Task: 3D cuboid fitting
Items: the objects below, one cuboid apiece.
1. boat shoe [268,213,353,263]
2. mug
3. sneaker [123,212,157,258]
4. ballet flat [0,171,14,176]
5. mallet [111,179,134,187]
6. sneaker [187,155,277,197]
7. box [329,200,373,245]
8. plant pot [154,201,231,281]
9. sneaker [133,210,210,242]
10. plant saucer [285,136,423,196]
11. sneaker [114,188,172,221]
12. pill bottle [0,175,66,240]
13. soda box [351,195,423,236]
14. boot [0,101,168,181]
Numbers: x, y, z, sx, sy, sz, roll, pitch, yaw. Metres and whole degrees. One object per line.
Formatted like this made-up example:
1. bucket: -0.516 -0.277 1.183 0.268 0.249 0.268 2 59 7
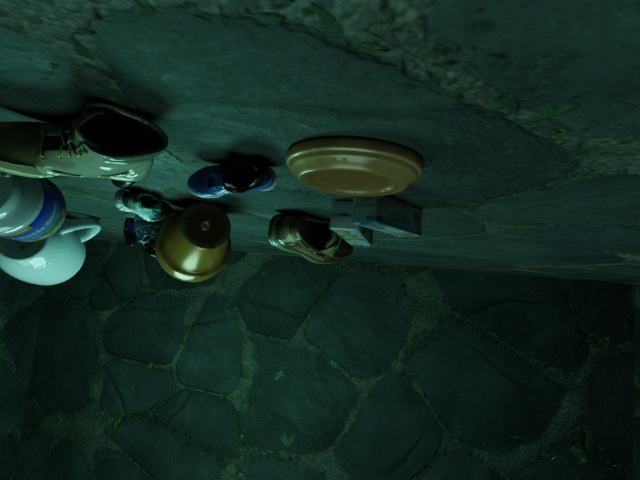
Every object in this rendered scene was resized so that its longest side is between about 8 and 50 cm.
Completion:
1. boat shoe: 0.000 0.000 1.206 0.119 0.123 0.324 -4 170 40
2. mug: -1.049 0.001 1.649 0.374 0.276 0.328 -24 176 -20
3. sneaker: -0.538 -0.007 1.470 0.293 0.146 0.102 12 171 -44
4. ballet flat: -0.549 -0.155 0.581 0.249 0.058 0.084 20 -159 -46
5. mallet: -0.419 -0.134 0.741 0.189 0.039 0.062 14 167 -31
6. sneaker: -0.151 -0.100 0.672 0.152 0.058 0.084 0 179 9
7. box: 0.085 -0.035 1.056 0.067 0.063 0.324 5 174 12
8. plant pot: -0.328 -0.008 1.149 0.205 0.205 0.188 8 158 -26
9. sneaker: -0.451 -0.025 1.323 0.261 0.125 0.104 5 174 9
10. plant saucer: 0.047 -0.099 0.621 0.199 0.037 0.200 5 174 0
11. sneaker: -0.423 -0.085 1.058 0.076 0.065 0.166 -2 173 23
12. pill bottle: -0.611 -0.080 0.827 0.152 0.152 0.272 7 174 -17
13. soda box: 0.141 -0.050 0.869 0.058 0.063 0.183 -1 171 42
14. boot: -0.312 -0.123 0.531 0.213 0.077 0.165 3 176 -31
